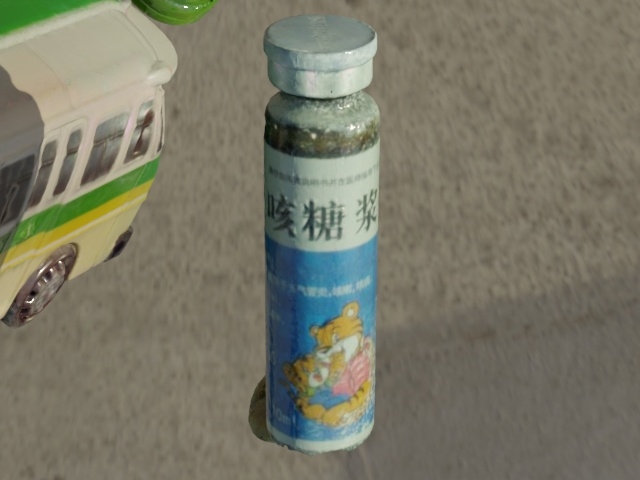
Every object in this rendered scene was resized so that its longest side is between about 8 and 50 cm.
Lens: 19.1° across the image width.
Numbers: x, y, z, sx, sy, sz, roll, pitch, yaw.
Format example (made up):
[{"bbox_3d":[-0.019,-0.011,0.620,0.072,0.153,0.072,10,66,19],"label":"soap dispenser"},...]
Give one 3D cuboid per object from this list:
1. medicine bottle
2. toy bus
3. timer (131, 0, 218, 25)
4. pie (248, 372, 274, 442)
[{"bbox_3d":[0.000,0.000,0.817,0.051,0.051,0.191,-2,116,-2],"label":"medicine bottle"},{"bbox_3d":[-0.197,-0.044,0.967,0.143,0.305,0.179,37,118,12],"label":"toy bus"},{"bbox_3d":[-0.115,-0.237,1.458,0.128,0.140,0.047,42,139,-8],"label":"timer"},{"bbox_3d":[-0.019,0.109,1.335,0.084,0.084,0.021,-34,123,10],"label":"pie"}]
